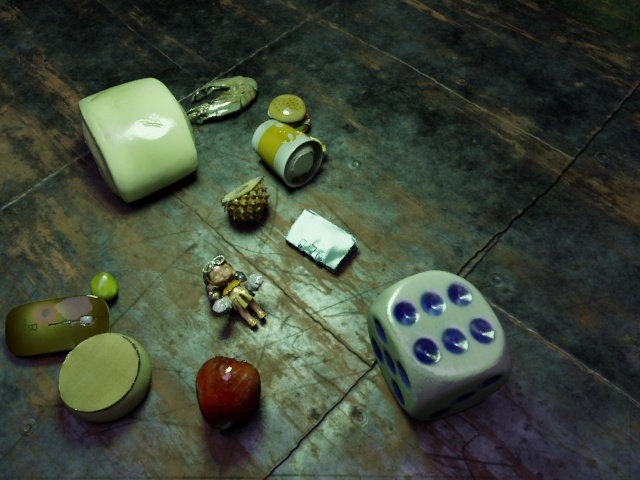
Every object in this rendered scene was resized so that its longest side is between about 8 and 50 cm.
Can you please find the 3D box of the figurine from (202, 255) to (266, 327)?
[{"bbox_3d":[-0.265,0.157,1.635,0.174,0.116,0.240,-39,69,-19],"label":"figurine"}]

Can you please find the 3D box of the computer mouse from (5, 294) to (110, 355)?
[{"bbox_3d":[-0.792,0.255,1.598,0.310,0.072,0.159,-8,80,-3],"label":"computer mouse"}]

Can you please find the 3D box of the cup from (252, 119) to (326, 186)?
[{"bbox_3d":[-0.103,-0.329,1.926,0.241,0.186,0.226,-26,51,-37],"label":"cup"}]

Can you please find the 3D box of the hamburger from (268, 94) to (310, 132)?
[{"bbox_3d":[-0.124,-0.482,2.040,0.175,0.137,0.175,-1,53,1],"label":"hamburger"}]

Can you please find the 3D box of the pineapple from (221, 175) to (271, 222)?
[{"bbox_3d":[-0.238,-0.116,1.813,0.161,0.137,0.176,-9,30,44],"label":"pineapple"}]

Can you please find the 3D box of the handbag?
[{"bbox_3d":[0.000,0.000,1.765,0.221,0.057,0.144,34,68,22],"label":"handbag"}]

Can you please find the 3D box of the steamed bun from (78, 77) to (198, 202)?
[{"bbox_3d":[-0.653,-0.394,1.912,0.371,0.290,0.456,-29,60,-17],"label":"steamed bun"}]

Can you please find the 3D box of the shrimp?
[{"bbox_3d":[-0.417,-0.575,2.155,0.360,0.085,0.247,-35,53,-23],"label":"shrimp"}]

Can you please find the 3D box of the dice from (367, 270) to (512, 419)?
[{"bbox_3d":[0.303,0.281,1.414,0.276,0.304,0.304,-18,57,-8],"label":"dice"}]

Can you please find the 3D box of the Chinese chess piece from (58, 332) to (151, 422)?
[{"bbox_3d":[-0.606,0.383,1.506,0.249,0.103,0.250,-2,57,3],"label":"Chinese chess piece"}]

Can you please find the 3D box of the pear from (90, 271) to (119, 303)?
[{"bbox_3d":[-0.677,0.147,1.674,0.092,0.097,0.092,10,26,-5],"label":"pear"}]

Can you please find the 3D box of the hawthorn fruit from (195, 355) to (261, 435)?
[{"bbox_3d":[-0.246,0.417,1.431,0.185,0.185,0.203,3,72,5],"label":"hawthorn fruit"}]
